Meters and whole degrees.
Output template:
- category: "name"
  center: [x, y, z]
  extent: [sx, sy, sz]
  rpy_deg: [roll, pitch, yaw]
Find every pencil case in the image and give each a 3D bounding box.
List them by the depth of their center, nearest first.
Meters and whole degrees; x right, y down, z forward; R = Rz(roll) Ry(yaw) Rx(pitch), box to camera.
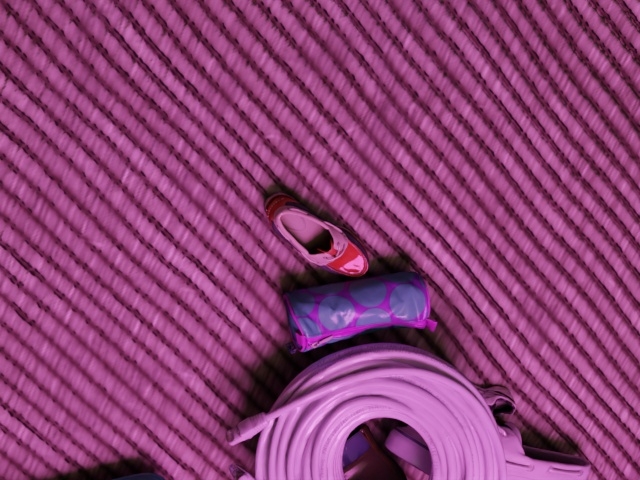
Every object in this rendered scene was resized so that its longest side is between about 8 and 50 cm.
- category: "pencil case"
  center: [0.038, 0.074, 1.660]
  extent: [0.152, 0.070, 0.064]
  rpy_deg: [-11, 143, -14]

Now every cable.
- category: "cable"
  center: [0.063, 0.234, 1.655]
  extent: [0.257, 0.089, 0.257]
  rpy_deg: [-37, 85, 4]

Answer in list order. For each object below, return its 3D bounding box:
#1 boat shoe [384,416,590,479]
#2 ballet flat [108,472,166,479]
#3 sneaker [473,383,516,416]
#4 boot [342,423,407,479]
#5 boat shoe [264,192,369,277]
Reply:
- category: "boat shoe"
  center: [0.187, 0.236, 1.775]
  extent: [0.258, 0.095, 0.084]
  rpy_deg: [22, 93, -31]
- category: "ballet flat"
  center: [-0.310, 0.319, 1.639]
  extent: [0.349, 0.123, 0.123]
  rpy_deg: [-7, 114, -15]
- category: "sneaker"
  center: [0.176, 0.178, 1.767]
  extent: [0.083, 0.037, 0.032]
  rpy_deg: [-2, 114, -15]
- category: "boot"
  center: [-0.009, 0.289, 1.752]
  extent: [0.219, 0.082, 0.106]
  rpy_deg: [-28, 92, 7]
- category: "boat shoe"
  center: [0.000, 0.000, 1.634]
  extent: [0.137, 0.043, 0.049]
  rpy_deg: [37, 96, -28]
